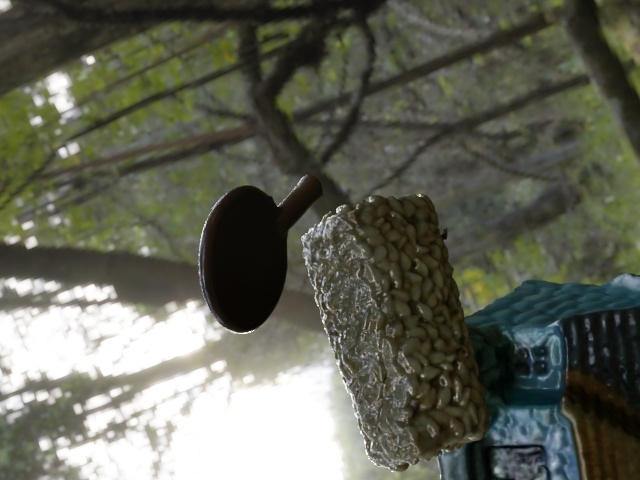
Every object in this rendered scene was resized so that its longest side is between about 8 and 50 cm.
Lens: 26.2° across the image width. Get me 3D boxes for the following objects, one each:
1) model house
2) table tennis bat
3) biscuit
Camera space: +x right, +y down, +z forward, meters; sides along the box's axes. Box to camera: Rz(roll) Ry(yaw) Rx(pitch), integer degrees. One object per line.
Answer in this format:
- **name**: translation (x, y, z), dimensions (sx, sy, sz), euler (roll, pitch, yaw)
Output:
- **model house**: translation (0.253, 0.179, 1.169), dimensions (0.226, 0.241, 0.261), euler (-27, -71, -53)
- **table tennis bat**: translation (0.000, 0.000, 1.017), dimensions (0.170, 0.119, 0.107), euler (-50, -48, -47)
- **biscuit**: translation (0.046, 0.054, 0.839), dimensions (0.070, 0.082, 0.168), euler (-5, -104, -39)
